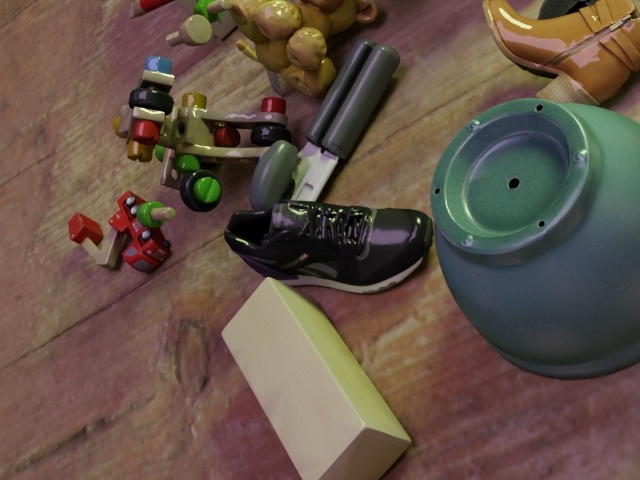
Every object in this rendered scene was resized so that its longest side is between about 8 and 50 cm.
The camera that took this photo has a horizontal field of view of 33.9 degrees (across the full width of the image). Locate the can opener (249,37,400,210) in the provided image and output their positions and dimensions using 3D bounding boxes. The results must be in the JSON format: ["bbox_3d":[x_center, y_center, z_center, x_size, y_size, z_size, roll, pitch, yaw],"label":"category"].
[{"bbox_3d":[0.001,-0.152,1.429,0.076,0.095,0.283,31,93,45],"label":"can opener"}]

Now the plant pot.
[{"bbox_3d":[0.234,-0.025,1.090,0.293,0.196,0.293,-20,54,31],"label":"plant pot"}]

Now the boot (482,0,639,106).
[{"bbox_3d":[0.295,-0.248,1.240,0.152,0.073,0.197,-40,72,20],"label":"boot"}]

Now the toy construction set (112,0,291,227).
[{"bbox_3d":[-0.211,-0.192,1.494,0.237,0.257,0.308,-3,102,52],"label":"toy construction set"}]

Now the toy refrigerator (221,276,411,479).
[{"bbox_3d":[-0.009,0.172,1.251,0.102,0.094,0.269,-51,43,13],"label":"toy refrigerator"}]

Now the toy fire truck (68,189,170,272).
[{"bbox_3d":[-0.316,-0.003,1.639,0.135,0.047,0.192,-43,46,12],"label":"toy fire truck"}]

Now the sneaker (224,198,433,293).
[{"bbox_3d":[0.000,0.000,1.319,0.283,0.124,0.107,-8,61,36],"label":"sneaker"}]

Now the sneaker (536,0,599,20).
[{"bbox_3d":[0.333,-0.308,1.283,0.170,0.051,0.089,-30,49,29],"label":"sneaker"}]

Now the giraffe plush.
[{"bbox_3d":[-0.012,-0.314,1.508,0.181,0.210,0.170,42,78,6],"label":"giraffe plush"}]

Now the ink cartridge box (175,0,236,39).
[{"bbox_3d":[-0.115,-0.570,1.729,0.385,0.160,0.279,-41,46,13],"label":"ink cartridge box"}]
